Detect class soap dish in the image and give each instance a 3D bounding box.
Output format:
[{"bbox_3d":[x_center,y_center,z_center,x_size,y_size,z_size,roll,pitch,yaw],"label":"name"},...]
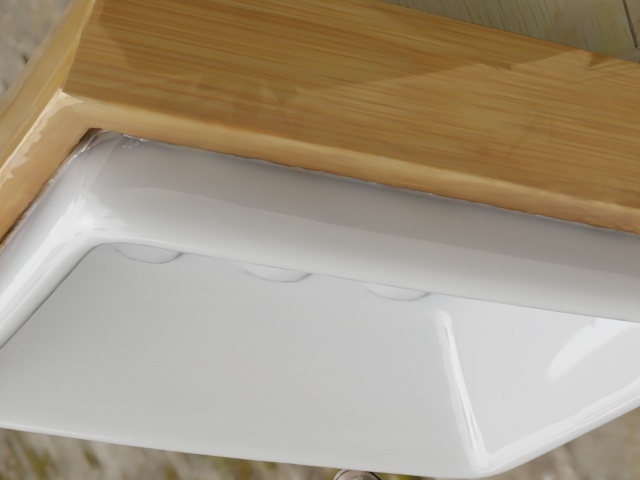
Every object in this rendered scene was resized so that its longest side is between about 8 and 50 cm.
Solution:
[{"bbox_3d":[0.000,0.000,0.703,0.229,0.290,0.118,-41,45,54],"label":"soap dish"}]

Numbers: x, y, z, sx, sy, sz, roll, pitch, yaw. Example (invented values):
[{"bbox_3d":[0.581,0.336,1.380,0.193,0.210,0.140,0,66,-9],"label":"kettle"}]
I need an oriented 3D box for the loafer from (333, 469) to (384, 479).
[{"bbox_3d":[0.044,0.214,1.285,0.039,0.045,0.125,-108,-2,-62],"label":"loafer"}]

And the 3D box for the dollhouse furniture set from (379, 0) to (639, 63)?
[{"bbox_3d":[0.006,-0.268,0.806,0.256,0.362,0.394,62,-168,-49],"label":"dollhouse furniture set"}]
